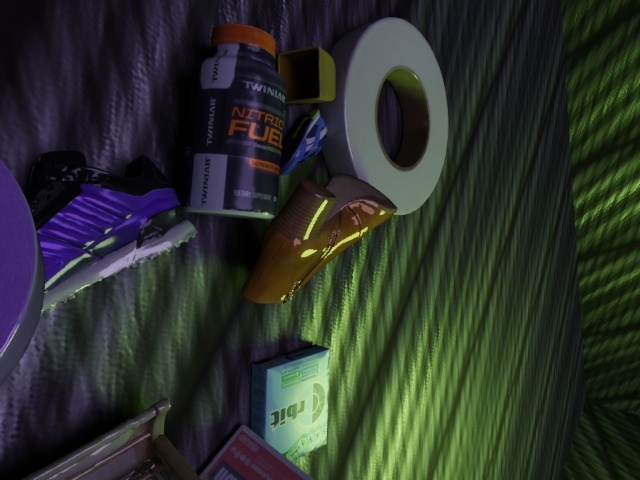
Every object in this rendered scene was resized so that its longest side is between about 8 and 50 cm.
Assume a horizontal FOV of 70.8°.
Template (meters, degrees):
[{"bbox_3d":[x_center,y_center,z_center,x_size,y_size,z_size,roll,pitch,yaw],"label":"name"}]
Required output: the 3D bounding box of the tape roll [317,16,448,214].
[{"bbox_3d":[0.145,-0.246,0.931,0.392,0.072,0.392,-7,99,-48],"label":"tape roll"}]

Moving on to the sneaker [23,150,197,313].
[{"bbox_3d":[-0.284,-0.015,0.475,0.293,0.102,0.146,-33,111,-45],"label":"sneaker"}]

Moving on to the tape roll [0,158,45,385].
[{"bbox_3d":[-0.352,0.026,0.310,0.275,0.090,0.275,10,67,-23],"label":"tape roll"}]

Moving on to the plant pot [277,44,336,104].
[{"bbox_3d":[-0.014,-0.267,0.751,0.083,0.081,0.081,-14,105,-58],"label":"plant pot"}]

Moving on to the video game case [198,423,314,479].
[{"bbox_3d":[-0.126,0.429,0.619,0.285,0.204,0.025,-45,154,-35],"label":"video game case"}]

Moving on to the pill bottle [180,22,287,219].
[{"bbox_3d":[-0.114,-0.155,0.612,0.130,0.130,0.246,4,91,-48],"label":"pill bottle"}]

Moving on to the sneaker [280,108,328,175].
[{"bbox_3d":[-0.029,-0.157,0.763,0.144,0.053,0.059,-58,134,-24],"label":"sneaker"}]

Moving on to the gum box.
[{"bbox_3d":[-0.050,0.292,0.796,0.157,0.041,0.184,-2,97,-48],"label":"gum box"}]

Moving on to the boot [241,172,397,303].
[{"bbox_3d":[0.000,0.001,0.753,0.295,0.104,0.211,-7,134,-56],"label":"boot"}]

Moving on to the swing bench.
[{"bbox_3d":[-0.232,0.361,0.487,0.253,0.254,0.165,-20,146,-44],"label":"swing bench"}]
